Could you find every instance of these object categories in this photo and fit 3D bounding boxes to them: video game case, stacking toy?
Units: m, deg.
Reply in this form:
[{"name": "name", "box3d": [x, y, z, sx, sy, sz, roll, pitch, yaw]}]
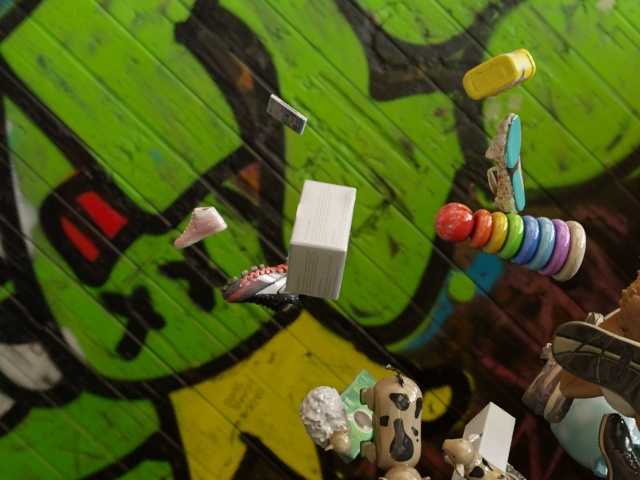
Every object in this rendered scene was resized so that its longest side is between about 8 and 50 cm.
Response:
[{"name": "video game case", "box3d": [-0.096, -0.355, 2.334, 0.011, 0.122, 0.087, -52, 176, -25]}, {"name": "stacking toy", "box3d": [0.416, -0.007, 1.855, 0.141, 0.330, 0.141, -168, -90, -83]}]

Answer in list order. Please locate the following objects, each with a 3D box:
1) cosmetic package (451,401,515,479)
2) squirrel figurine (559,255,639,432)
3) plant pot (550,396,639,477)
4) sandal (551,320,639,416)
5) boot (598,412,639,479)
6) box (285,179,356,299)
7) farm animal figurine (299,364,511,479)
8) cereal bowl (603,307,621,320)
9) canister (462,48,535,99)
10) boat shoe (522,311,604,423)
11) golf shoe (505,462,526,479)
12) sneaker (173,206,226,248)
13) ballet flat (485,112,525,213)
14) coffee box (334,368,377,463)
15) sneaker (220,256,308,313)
[{"name": "cosmetic package", "box3d": [0.396, 0.515, 2.004, 0.117, 0.085, 0.231, -55, -178, 33]}, {"name": "squirrel figurine", "box3d": [0.745, 0.212, 1.704, 0.281, 0.370, 0.397, 28, -65, 52]}, {"name": "plant pot", "box3d": [0.897, 0.615, 2.581, 0.293, 0.293, 0.196, -45, -146, 23]}, {"name": "sandal", "box3d": [0.547, 0.232, 1.425, 0.120, 0.302, 0.086, -59, 150, 5]}, {"name": "boot", "box3d": [0.651, 0.460, 1.720, 0.076, 0.198, 0.137, -5, 169, -9]}, {"name": "box", "box3d": [0.000, 0.000, 1.772, 0.182, 0.119, 0.181, 98, 2, -51]}, {"name": "farm animal figurine", "box3d": [0.158, 0.378, 1.432, 0.330, 0.327, 0.172, -15, 176, -15]}, {"name": "cereal bowl", "box3d": [0.899, 0.300, 2.148, 0.141, 0.339, 0.339, -39, -174, 10]}, {"name": "canister", "box3d": [0.387, -0.358, 1.785, 0.126, 0.073, 0.170, -25, -178, 29]}, {"name": "boat shoe", "box3d": [0.664, 0.326, 2.251, 0.355, 0.130, 0.132, -51, 146, -27]}, {"name": "golf shoe", "box3d": [0.518, 0.675, 2.050, 0.120, 0.273, 0.105, -49, 180, -3]}, {"name": "sneaker", "box3d": [-0.279, -0.034, 1.835, 0.134, 0.070, 0.051, -23, -164, 20]}, {"name": "ballet flat", "box3d": [0.413, -0.170, 1.867, 0.077, 0.241, 0.091, 8, -152, 34]}, {"name": "coffee box", "box3d": [0.075, 0.376, 1.770, 0.184, 0.113, 0.040, -43, 175, -40]}, {"name": "sneaker", "box3d": [-0.130, 0.130, 2.132, 0.276, 0.135, 0.097, -14, 165, -43]}]
